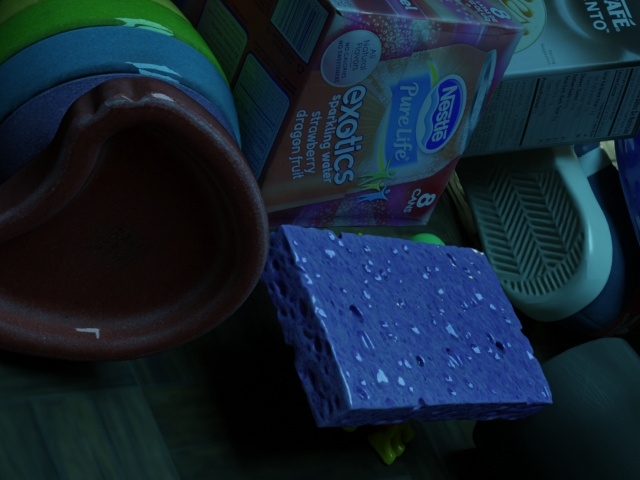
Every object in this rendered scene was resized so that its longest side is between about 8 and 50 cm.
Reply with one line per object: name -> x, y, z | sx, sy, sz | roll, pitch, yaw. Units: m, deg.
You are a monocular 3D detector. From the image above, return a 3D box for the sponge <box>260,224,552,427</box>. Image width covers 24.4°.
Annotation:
sponge -> 0.055, 0.053, 0.893 | 0.210, 0.031, 0.117 | 7, 53, -50

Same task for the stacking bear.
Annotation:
stacking bear -> -0.135, -0.088, 0.830 | 0.164, 0.175, 0.289 | 38, 23, -42

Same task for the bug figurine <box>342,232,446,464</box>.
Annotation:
bug figurine -> 0.000, 0.000, 0.980 | 0.279, 0.072, 0.216 | 49, 31, -3

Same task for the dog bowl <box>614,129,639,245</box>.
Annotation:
dog bowl -> 0.340, 0.001, 1.219 | 0.265, 0.104, 0.265 | 50, 28, -40

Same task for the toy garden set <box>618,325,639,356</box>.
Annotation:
toy garden set -> 0.347, 0.074, 1.363 | 0.244, 0.049, 0.203 | 10, 49, -47

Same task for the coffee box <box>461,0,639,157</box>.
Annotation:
coffee box -> 0.118, -0.145, 1.133 | 0.247, 0.098, 0.141 | -8, 55, -10

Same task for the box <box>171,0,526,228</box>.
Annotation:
box -> -0.029, -0.155, 0.934 | 0.142, 0.154, 0.300 | 0, 38, -36

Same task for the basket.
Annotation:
basket -> 0.210, 0.191, 0.971 | 0.154, 0.204, 0.227 | -24, 61, -13

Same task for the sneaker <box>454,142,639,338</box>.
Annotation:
sneaker -> 0.192, -0.065, 1.256 | 0.148, 0.131, 0.350 | 30, 42, -42
